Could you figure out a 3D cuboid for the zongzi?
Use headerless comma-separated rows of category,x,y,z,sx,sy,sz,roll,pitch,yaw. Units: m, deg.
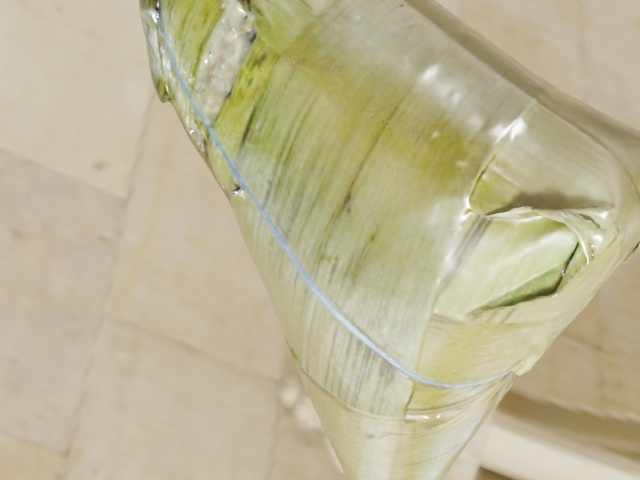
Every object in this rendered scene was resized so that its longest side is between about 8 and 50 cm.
zongzi,0.000,0.000,1.060,0.160,0.323,0.360,-32,156,-42
